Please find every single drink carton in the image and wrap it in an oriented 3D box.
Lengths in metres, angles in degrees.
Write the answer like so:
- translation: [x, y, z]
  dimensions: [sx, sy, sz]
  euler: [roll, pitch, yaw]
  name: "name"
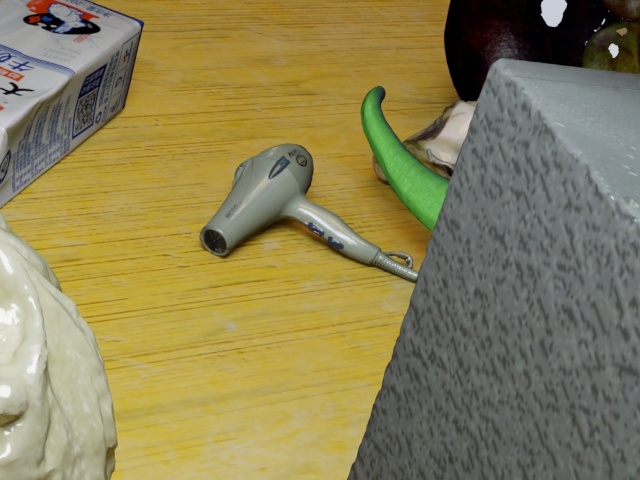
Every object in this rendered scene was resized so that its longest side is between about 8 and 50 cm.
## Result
- translation: [-0.287, -0.138, 1.684]
  dimensions: [0.130, 0.107, 0.315]
  euler: [21, 28, 10]
  name: "drink carton"

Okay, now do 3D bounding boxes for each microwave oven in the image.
- translation: [0.197, 0.167, 1.051]
  dimensions: [0.236, 0.432, 0.374]
  euler: [3, 30, -25]
  name: "microwave oven"

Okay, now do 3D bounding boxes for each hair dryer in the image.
- translation: [-0.018, 0.002, 1.666]
  dimensions: [0.199, 0.067, 0.167]
  euler: [44, 45, 17]
  name: "hair dryer"

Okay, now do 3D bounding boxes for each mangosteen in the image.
- translation: [0.281, -0.233, 1.963]
  dimensions: [0.296, 0.313, 0.297]
  euler: [4, 70, -11]
  name: "mangosteen"

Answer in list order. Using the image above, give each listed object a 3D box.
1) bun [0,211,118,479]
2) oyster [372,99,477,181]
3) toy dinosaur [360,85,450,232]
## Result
- translation: [-0.274, 0.101, 1.029]
  dimensions: [0.352, 0.227, 0.349]
  euler: [-10, 65, -42]
  name: "bun"
- translation: [0.217, -0.039, 1.798]
  dimensions: [0.351, 0.115, 0.238]
  euler: [20, 36, 15]
  name: "oyster"
- translation: [0.264, 0.000, 1.609]
  dimensions: [0.374, 0.144, 0.500]
  euler: [-2, 44, -15]
  name: "toy dinosaur"
